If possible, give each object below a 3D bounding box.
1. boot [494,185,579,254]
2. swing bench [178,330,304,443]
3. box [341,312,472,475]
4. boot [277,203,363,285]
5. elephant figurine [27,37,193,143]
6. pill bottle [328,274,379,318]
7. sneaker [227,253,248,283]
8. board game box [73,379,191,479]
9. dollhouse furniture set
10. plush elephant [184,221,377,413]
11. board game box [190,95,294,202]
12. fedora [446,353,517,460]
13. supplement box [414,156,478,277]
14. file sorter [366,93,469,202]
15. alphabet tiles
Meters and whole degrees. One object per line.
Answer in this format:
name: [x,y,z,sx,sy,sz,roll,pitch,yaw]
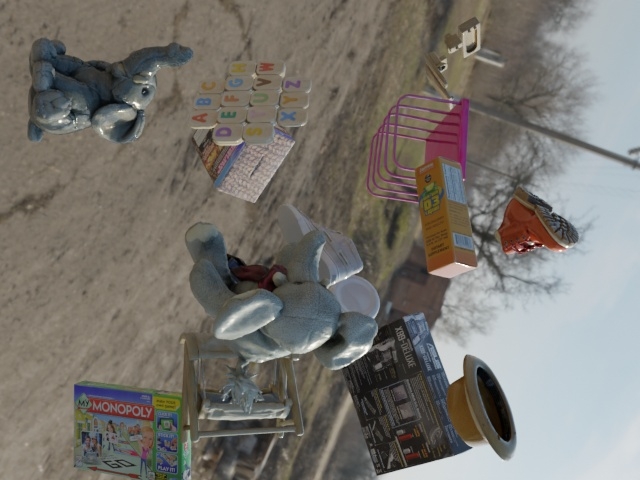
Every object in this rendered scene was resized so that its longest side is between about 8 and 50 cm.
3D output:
boot: [0.277,-0.007,0.861,0.084,0.059,0.158,-58,-167,16]
swing bench: [-0.187,0.327,1.514,0.165,0.253,0.255,140,-51,-62]
box: [0.176,0.345,1.470,0.076,0.307,0.242,-4,157,-42]
boot: [0.000,0.000,1.695,0.123,0.258,0.095,-17,152,-37]
elephant figurine: [-0.352,-0.244,1.095,0.186,0.239,0.169,16,-74,60]
pill bottle: [0.055,0.225,1.912,0.153,0.153,0.265,-61,-179,-39]
sneaker: [-0.176,0.096,1.470,0.081,0.232,0.090,-54,169,-41]
board game box: [-0.459,0.464,1.597,0.046,0.317,0.213,-5,95,-68]
dollhouse furniture set: [0.364,-0.453,1.691,0.151,0.123,0.144,-29,158,3]
plush elephant: [-0.062,0.097,1.074,0.255,0.272,0.330,-27,-128,45]
board game box: [-0.242,-0.301,1.985,0.141,0.291,0.232,18,117,-40]
fedora: [0.281,0.305,1.184,0.079,0.194,0.194,-28,-169,26]
supplement box: [0.251,-0.048,1.334,0.078,0.080,0.233,-28,-123,45]
file sorter: [0.237,-0.223,1.670,0.291,0.182,0.202,128,-31,-77]
alphabet tiles: [-0.164,-0.330,1.549,0.021,0.278,0.284,82,11,-52]
